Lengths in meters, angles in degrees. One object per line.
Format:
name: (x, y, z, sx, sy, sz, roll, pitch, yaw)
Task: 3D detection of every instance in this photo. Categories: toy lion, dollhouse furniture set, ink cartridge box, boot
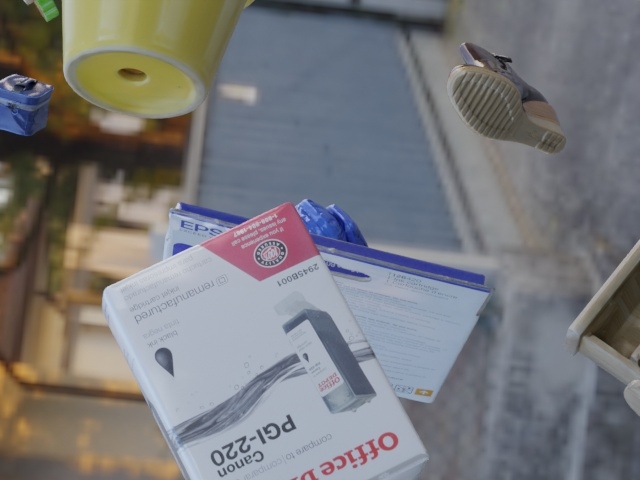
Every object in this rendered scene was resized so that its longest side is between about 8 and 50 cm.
toy lion: (-0.267, -0.246, 1.556, 0.100, 0.034, 0.096, 59, 174, -4)
dollhouse furniture set: (0.276, 0.038, 1.192, 0.212, 0.161, 0.242, -48, -18, -19)
ink cartridge box: (-0.042, 0.106, 1.246, 0.218, 0.158, 0.092, 62, 168, 12)
boot: (0.239, -0.226, 2.517, 0.090, 0.248, 0.207, -49, 40, 17)
ink cartridge box: (-0.002, 0.049, 1.674, 0.307, 0.304, 0.072, 107, 177, -61)

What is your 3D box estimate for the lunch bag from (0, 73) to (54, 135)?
lunch bag: (-0.393, -0.181, 2.253, 0.098, 0.067, 0.065, -63, -12, -73)

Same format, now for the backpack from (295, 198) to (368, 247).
backpack: (0.000, 0.000, 2.277, 0.098, 0.101, 0.120, 40, 170, 43)

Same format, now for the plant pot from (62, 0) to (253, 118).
plant pot: (-0.193, -0.281, 1.970, 0.254, 0.254, 0.239, 103, 175, -66)
